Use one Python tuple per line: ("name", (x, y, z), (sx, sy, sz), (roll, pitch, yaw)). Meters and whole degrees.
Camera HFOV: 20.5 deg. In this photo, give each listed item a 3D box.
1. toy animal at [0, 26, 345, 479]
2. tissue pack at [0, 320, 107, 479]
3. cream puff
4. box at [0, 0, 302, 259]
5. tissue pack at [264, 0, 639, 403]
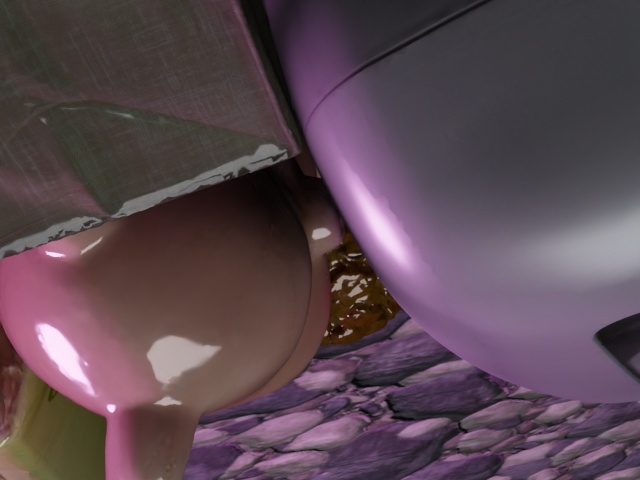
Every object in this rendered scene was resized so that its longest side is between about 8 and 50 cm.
("toy animal", (-0.069, -0.007, 0.772), (0.154, 0.166, 0.250), (-32, -165, 10))
("tissue pack", (-0.187, 0.080, 0.938), (0.159, 0.125, 0.234), (9, 157, 13))
("cream puff", (0.002, 0.004, 0.973), (0.144, 0.103, 0.126), (-21, 153, 5))
("box", (-0.111, -0.123, 0.546), (0.155, 0.149, 0.231), (-18, 146, 3))
("tissue pack", (0.123, -0.052, 0.739), (0.229, 0.236, 0.333), (-25, 160, 13))
